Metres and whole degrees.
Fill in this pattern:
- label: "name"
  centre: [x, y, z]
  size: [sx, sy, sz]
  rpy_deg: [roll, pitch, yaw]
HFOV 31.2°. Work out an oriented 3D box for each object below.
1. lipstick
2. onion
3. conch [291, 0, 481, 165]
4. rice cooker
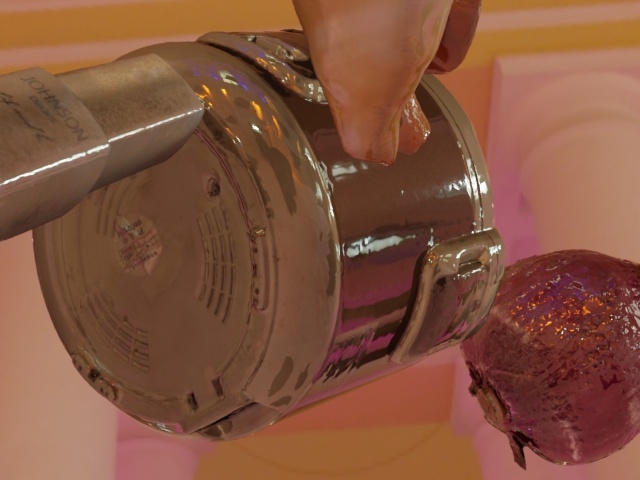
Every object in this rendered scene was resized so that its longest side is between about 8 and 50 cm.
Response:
- label: "lipstick"
  centre: [-0.162, -0.057, 0.668]
  size: [0.079, 0.253, 0.077]
  rpy_deg: [47, -60, 4]
- label: "onion"
  centre: [0.338, 0.098, 1.397]
  size: [0.348, 0.267, 0.159]
  rpy_deg: [-31, -33, -8]
- label: "conch"
  centre: [0.016, -0.168, 0.528]
  size: [0.127, 0.158, 0.255]
  rpy_deg: [16, -72, 14]
- label: "rice cooker"
  centre: [-0.032, -0.015, 0.967]
  size: [0.335, 0.335, 0.325]
  rpy_deg: [-39, -16, 36]
